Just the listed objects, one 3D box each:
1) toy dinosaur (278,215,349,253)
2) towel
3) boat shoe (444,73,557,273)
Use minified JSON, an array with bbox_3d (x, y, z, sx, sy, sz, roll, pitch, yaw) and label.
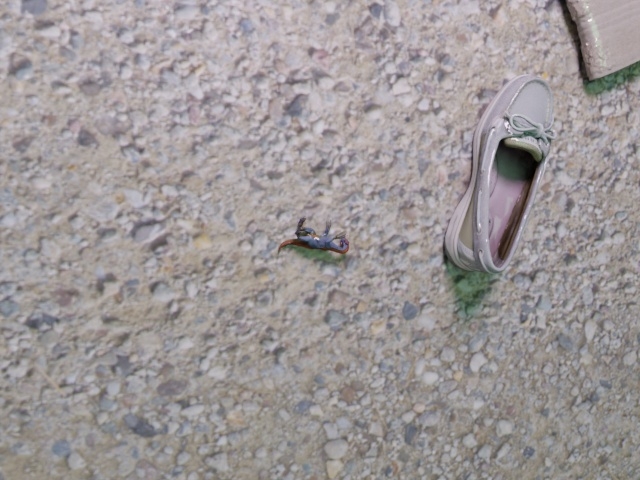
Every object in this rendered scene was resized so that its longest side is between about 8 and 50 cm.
[{"bbox_3d":[0.000,0.000,0.682,0.090,0.047,0.082,-39,115,23],"label":"toy dinosaur"},{"bbox_3d":[0.541,-0.405,0.798,0.282,0.049,0.187,-24,98,-12],"label":"towel"},{"bbox_3d":[0.289,-0.102,0.713,0.118,0.103,0.321,24,87,-16],"label":"boat shoe"}]
